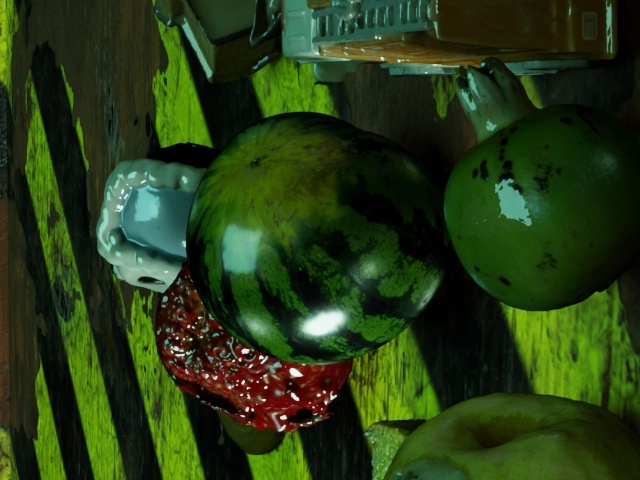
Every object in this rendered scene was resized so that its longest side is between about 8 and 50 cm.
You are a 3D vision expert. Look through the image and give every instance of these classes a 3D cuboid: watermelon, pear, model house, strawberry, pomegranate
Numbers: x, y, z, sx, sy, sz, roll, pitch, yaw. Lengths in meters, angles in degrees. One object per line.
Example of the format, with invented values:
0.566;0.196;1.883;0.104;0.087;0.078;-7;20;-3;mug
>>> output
-0.003;-0.001;1.624;0.269;0.269;0.268;177;90;-66;watermelon
0.170;0.258;1.327;0.271;0.271;0.271;177;90;-66;pear
-0.120;-0.298;2.004;0.182;0.166;0.172;63;166;13;model house
-0.077;0.086;1.856;0.274;0.221;0.274;175;90;-70;strawberry
0.170;-0.049;1.307;0.209;0.180;0.180;57;153;0;pomegranate

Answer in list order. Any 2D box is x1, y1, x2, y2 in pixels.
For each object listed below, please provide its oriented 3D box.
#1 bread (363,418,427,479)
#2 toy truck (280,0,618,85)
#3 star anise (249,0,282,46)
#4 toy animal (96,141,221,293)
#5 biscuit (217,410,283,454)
0.105;0.238;1.657;0.187;0.065;0.103;-177;82;-65;bread
0.090;-0.230;1.448;0.387;0.207;0.173;-173;81;-66;toy truck
0.004;-0.310;1.760;0.223;0.109;0.236;24;102;39;star anise
-0.163;-0.022;2.065;0.156;0.208;0.204;24;106;35;toy animal
-0.100;0.152;2.142;0.262;0.037;0.261;176;90;-67;biscuit
